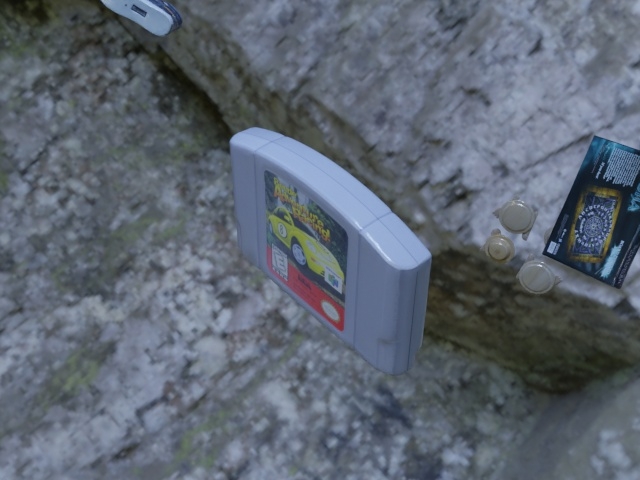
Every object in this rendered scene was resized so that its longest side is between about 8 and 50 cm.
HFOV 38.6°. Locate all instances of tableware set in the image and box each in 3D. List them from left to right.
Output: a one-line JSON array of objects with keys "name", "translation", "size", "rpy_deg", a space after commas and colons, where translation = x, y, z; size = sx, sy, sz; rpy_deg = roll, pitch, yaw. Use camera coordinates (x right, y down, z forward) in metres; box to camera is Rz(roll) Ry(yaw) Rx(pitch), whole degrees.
[{"name": "tableware set", "translation": [0.366, 0.010, 1.611], "size": [0.141, 0.168, 0.020], "rpy_deg": [-60, -11, 32]}]

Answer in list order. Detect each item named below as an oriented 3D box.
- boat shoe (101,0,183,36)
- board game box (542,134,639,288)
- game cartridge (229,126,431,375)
[{"name": "boat shoe", "translation": [-0.363, -0.471, 1.823], "size": [0.065, 0.183, 0.083], "rpy_deg": [-53, 2, 21]}, {"name": "board game box", "translation": [0.399, -0.041, 1.272], "size": [0.026, 0.126, 0.186], "rpy_deg": [14, -78, -44]}, {"name": "game cartridge", "translation": [0.000, 0.000, 1.020], "size": [0.060, 0.294, 0.196], "rpy_deg": [-27, -42, -32]}]
